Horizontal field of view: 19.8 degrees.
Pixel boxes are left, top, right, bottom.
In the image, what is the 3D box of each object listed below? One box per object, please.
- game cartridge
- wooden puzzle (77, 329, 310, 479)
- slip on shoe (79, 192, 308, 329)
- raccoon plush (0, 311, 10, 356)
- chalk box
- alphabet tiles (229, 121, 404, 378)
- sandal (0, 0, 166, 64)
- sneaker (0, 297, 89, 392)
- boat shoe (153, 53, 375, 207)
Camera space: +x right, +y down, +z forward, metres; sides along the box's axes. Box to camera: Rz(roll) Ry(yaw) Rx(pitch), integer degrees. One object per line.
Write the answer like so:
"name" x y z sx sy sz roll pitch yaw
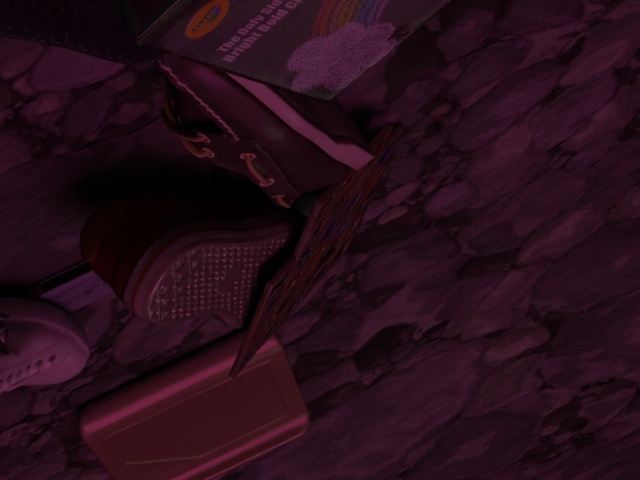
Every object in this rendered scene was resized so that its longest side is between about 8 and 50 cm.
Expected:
"game cartridge" -0.213 0.041 1.604 0.083 0.017 0.056 -25 151 -5
"wooden puzzle" -0.130 0.184 1.929 0.221 0.044 0.238 -25 150 -4
"slip on shoe" -0.096 0.008 1.574 0.123 0.101 0.331 -58 160 13
"raccoon plush" -0.388 0.003 1.032 0.446 0.299 0.216 -8 148 -35
"chalk box" -0.039 -0.176 0.946 0.132 0.132 0.213 -37 152 25
"alphabet tiles" 0.000 0.000 1.630 0.198 0.009 0.237 -48 169 -36
"sandal" -0.195 -0.169 1.149 0.254 0.054 0.097 21 96 -46
"sneaker" -0.295 0.113 1.524 0.106 0.123 0.290 -32 155 26
"boat shoe" -0.060 -0.098 1.385 0.097 0.116 0.324 -36 159 11
